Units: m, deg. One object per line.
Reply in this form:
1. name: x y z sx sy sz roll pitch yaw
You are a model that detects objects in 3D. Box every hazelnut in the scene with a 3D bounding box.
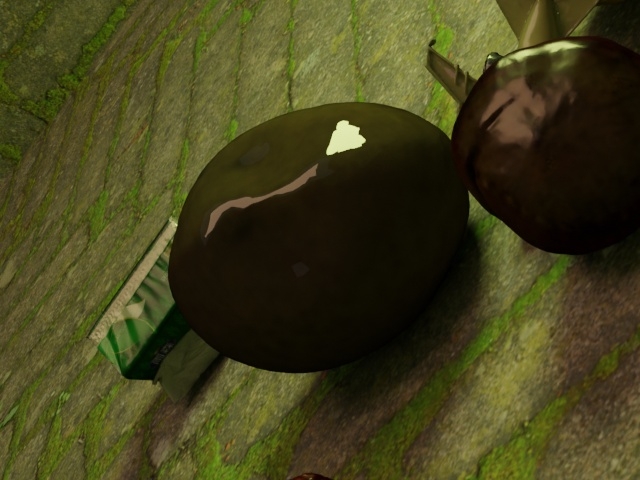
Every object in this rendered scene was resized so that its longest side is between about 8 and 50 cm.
1. hazelnut: 0.223 -0.079 1.304 0.208 0.208 0.208 -47 23 27

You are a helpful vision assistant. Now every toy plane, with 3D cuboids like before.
1. toy plane: 0.207 -0.130 1.442 0.092 0.229 0.244 13 -96 -71

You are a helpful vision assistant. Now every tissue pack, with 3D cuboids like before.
1. tissue pack: -0.182 0.100 2.005 0.156 0.148 0.209 42 101 29

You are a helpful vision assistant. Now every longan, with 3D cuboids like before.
1. longan: 0.000 0.000 1.559 0.350 0.288 0.288 -34 29 25

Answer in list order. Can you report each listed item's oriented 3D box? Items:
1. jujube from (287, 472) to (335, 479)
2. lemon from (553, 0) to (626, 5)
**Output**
1. jujube: -0.028 0.307 1.388 0.176 0.109 0.112 -59 -14 3
2. lemon: 0.270 -0.360 1.478 0.260 0.260 0.284 -59 18 -3
